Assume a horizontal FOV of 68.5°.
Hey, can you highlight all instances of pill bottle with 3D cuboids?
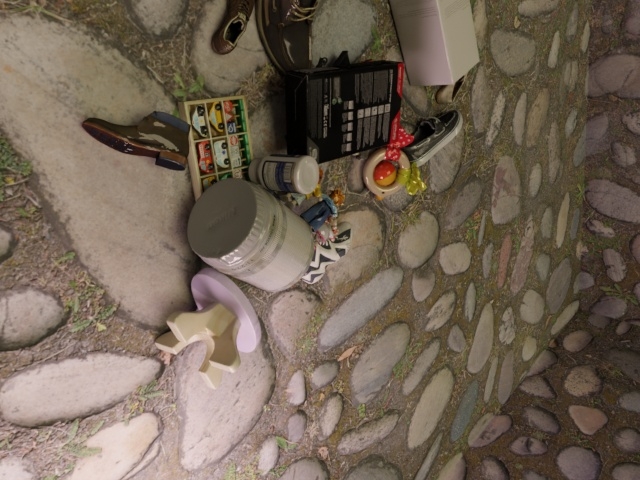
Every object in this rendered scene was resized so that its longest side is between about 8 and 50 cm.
[{"bbox_3d":[-0.096,-0.169,1.179,0.094,0.169,0.094,-20,115,-52],"label":"pill bottle"}]

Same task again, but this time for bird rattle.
[{"bbox_3d":[0.235,-0.242,1.541,0.207,0.143,0.253,-36,130,-2],"label":"bird rattle"}]

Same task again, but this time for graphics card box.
[{"bbox_3d":[0.072,-0.352,1.273,0.370,0.094,0.233,-24,127,-38],"label":"graphics card box"}]

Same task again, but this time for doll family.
[{"bbox_3d":[-0.015,-0.108,1.306,0.263,0.118,0.163,53,56,-13],"label":"doll family"}]

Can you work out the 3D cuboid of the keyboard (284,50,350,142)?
[{"bbox_3d":[-0.008,-0.399,1.307,0.317,0.033,0.201,-59,157,-14],"label":"keyboard"}]

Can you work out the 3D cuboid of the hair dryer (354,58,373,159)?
[{"bbox_3d":[0.122,-0.399,1.414,0.223,0.080,0.294,15,90,-51],"label":"hair dryer"}]

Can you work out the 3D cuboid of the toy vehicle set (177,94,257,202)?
[{"bbox_3d":[-0.246,-0.215,1.165,0.166,0.035,0.267,-22,116,-37],"label":"toy vehicle set"}]

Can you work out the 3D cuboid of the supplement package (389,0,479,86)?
[{"bbox_3d":[0.370,-0.672,1.511,0.177,0.175,0.293,-43,127,-28],"label":"supplement package"}]

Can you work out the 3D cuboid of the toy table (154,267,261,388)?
[{"bbox_3d":[-0.268,0.222,1.151,0.161,0.252,0.274,-54,128,-40],"label":"toy table"}]

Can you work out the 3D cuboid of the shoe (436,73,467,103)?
[{"bbox_3d":[0.506,-0.588,1.743,0.219,0.058,0.076,-57,132,-15],"label":"shoe"}]

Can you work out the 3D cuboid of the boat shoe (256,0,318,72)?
[{"bbox_3d":[-0.080,-0.583,1.149,0.132,0.130,0.356,-33,123,-32],"label":"boat shoe"}]

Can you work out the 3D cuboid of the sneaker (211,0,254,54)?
[{"bbox_3d":[-0.189,-0.523,1.106,0.066,0.071,0.189,25,85,-44],"label":"sneaker"}]

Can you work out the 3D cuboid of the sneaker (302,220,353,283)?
[{"bbox_3d":[0.000,0.000,1.414,0.235,0.094,0.153,-44,137,-13],"label":"sneaker"}]

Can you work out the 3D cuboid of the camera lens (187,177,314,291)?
[{"bbox_3d":[-0.159,-0.006,1.152,0.274,0.219,0.219,37,76,-55],"label":"camera lens"}]

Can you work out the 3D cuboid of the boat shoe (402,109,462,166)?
[{"bbox_3d":[0.395,-0.389,1.672,0.301,0.108,0.102,-43,129,-17],"label":"boat shoe"}]

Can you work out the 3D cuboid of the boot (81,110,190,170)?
[{"bbox_3d":[-0.384,-0.237,1.010,0.219,0.082,0.106,21,72,-33],"label":"boot"}]
